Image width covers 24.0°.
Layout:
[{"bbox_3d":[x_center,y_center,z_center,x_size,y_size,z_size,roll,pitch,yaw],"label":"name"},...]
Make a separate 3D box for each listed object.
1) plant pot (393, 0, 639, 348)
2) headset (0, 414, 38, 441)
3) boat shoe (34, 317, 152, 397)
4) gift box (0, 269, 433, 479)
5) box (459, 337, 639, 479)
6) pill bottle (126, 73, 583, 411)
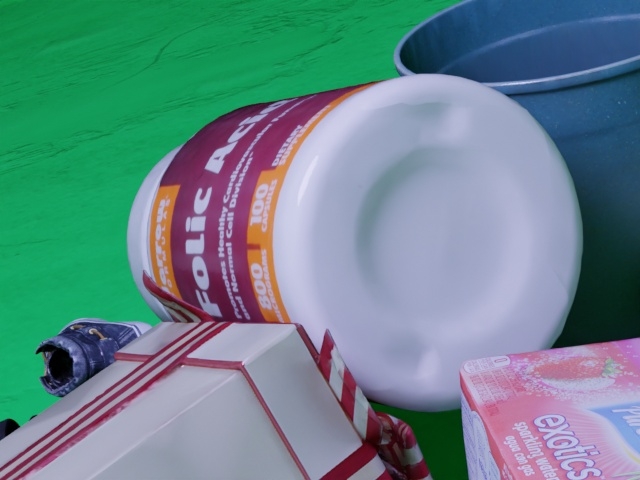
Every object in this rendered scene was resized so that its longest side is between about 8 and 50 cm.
[{"bbox_3d":[0.220,-0.062,1.220,0.271,0.255,0.272,-13,23,6],"label":"plant pot"},{"bbox_3d":[-0.160,0.217,1.186,0.243,0.185,0.394,-13,11,29],"label":"headset"},{"bbox_3d":[-0.213,0.099,1.275,0.083,0.065,0.183,-8,-3,-35],"label":"boat shoe"},{"bbox_3d":[-0.082,0.176,0.943,0.258,0.276,0.255,-34,18,-25],"label":"gift box"},{"bbox_3d":[0.169,0.168,0.778,0.142,0.154,0.300,-8,14,-3],"label":"box"},{"bbox_3d":[0.000,0.000,1.136,0.224,0.224,0.392,-33,13,-21],"label":"pill bottle"}]
